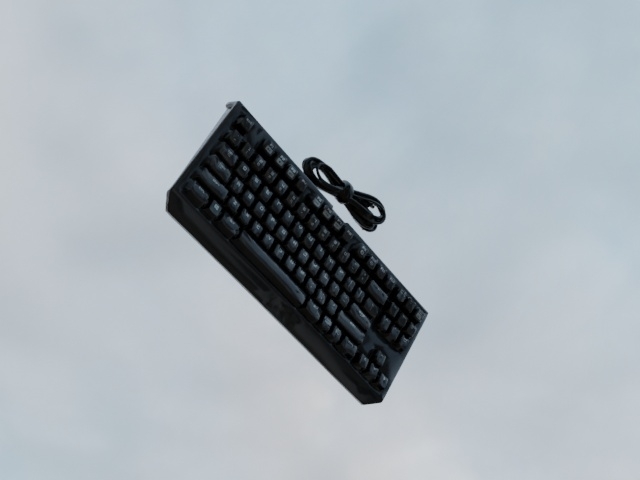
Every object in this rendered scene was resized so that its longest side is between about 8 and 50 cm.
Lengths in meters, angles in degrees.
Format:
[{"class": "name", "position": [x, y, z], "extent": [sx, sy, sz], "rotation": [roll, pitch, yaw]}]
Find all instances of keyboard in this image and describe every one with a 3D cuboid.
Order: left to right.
[{"class": "keyboard", "position": [0.000, 0.000, 0.523], "extent": [0.023, 0.108, 0.180], "rotation": [-13, -52, 45]}]
